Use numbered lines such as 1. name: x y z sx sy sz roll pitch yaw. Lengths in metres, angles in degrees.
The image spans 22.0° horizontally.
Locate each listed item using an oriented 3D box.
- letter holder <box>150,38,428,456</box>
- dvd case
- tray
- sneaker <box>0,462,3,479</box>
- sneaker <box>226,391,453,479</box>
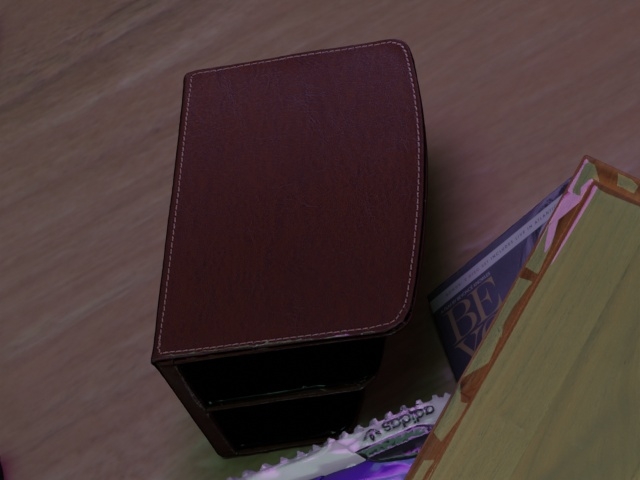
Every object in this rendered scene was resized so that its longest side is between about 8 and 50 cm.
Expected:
1. letter holder: 0.000 0.000 1.355 0.214 0.152 0.302 -10 51 15
2. dvd case: 0.171 0.078 1.258 0.164 0.018 0.221 -41 43 25
3. tray: 0.169 0.168 1.092 0.203 0.076 0.411 28 82 18
4. sneaker: -0.343 0.242 1.364 0.094 0.081 0.208 10 59 33
5. sneaker: 0.014 0.231 1.198 0.293 0.102 0.146 -27 56 6
